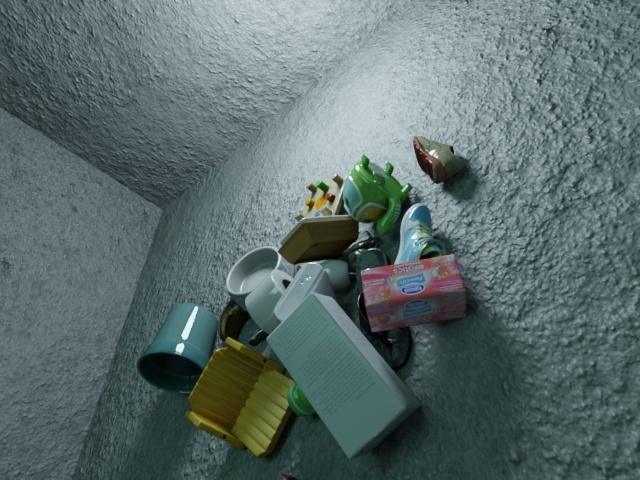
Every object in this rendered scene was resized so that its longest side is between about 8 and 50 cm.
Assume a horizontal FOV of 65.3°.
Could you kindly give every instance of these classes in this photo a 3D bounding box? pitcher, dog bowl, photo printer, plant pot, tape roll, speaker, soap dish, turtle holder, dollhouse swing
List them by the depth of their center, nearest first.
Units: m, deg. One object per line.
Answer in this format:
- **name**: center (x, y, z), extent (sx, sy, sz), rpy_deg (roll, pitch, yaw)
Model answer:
- **speaker**: center (0.023, 0.486, 1.723), extent (0.296, 0.131, 0.131), rpy_deg (-40, 34, 20)
- **photo printer**: center (-0.042, 0.266, 1.857), extent (0.107, 0.307, 0.256), rpy_deg (18, 59, 27)
- **dollhouse swing**: center (-0.300, 0.598, 1.899), extent (0.346, 0.315, 0.305), rpy_deg (-61, 13, -13)
- **pitcher**: center (0.021, 0.167, 2.021), extent (0.207, 0.177, 0.125), rpy_deg (-8, 27, 11)
- **turtle holder**: center (0.230, -0.172, 2.026), extent (0.320, 0.243, 0.227), rpy_deg (45, 119, 19)
- **soap dish**: center (0.000, 0.000, 2.053), extent (0.229, 0.291, 0.118), rpy_deg (-44, 61, 44)
- **tape roll**: center (-0.165, 0.263, 2.065), extent (0.169, 0.246, 0.246), rpy_deg (-45, 33, 12)
- **dog bowl**: center (-0.296, 0.169, 2.370), extent (0.349, 0.102, 0.348), rpy_deg (-22, 36, 18)
- **plant pot**: center (-0.661, 0.508, 2.421), extent (0.341, 0.341, 0.334), rpy_deg (-32, 30, 30)

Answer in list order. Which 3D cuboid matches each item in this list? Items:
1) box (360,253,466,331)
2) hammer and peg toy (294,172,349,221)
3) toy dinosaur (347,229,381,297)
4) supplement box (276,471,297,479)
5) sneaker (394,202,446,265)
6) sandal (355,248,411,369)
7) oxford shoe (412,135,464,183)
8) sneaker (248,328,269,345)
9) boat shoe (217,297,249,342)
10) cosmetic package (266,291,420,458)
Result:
- **box**: center (0.287, 0.166, 1.554), extent (0.300, 0.142, 0.154), rpy_deg (-10, 44, 7)
- **hammer and peg toy**: center (0.046, -0.180, 2.322), extent (0.361, 0.127, 0.265), rpy_deg (-10, 52, 48)
- **toy dinosaur**: center (0.165, 0.056, 1.958), extent (0.160, 0.121, 0.313), rpy_deg (-25, 44, 17)
- **supplement box**: center (-0.122, 0.825, 1.661), extent (0.055, 0.043, 0.083), rpy_deg (-8, 54, 49)
- **sneaker**: center (0.362, -0.001, 1.707), extent (0.208, 0.127, 0.318), rpy_deg (147, 138, -65)
- **sandal**: center (0.186, 0.224, 1.710), extent (0.168, 0.107, 0.445), rpy_deg (-26, 55, 23)
- **oxford shoe**: center (0.462, -0.335, 1.986), extent (0.130, 0.123, 0.348), rpy_deg (-20, 36, 2)
- **sneaker**: center (-0.273, 0.416, 2.239), extent (0.135, 0.052, 0.058), rpy_deg (-35, 32, 26)
- **boat shoe**: center (-0.404, 0.342, 2.419), extent (0.104, 0.111, 0.307), rpy_deg (-20, 45, 43)
- **cosmetic package**: center (0.062, 0.402, 1.545), extent (0.230, 0.161, 0.453), rpy_deg (-46, 61, 10)
